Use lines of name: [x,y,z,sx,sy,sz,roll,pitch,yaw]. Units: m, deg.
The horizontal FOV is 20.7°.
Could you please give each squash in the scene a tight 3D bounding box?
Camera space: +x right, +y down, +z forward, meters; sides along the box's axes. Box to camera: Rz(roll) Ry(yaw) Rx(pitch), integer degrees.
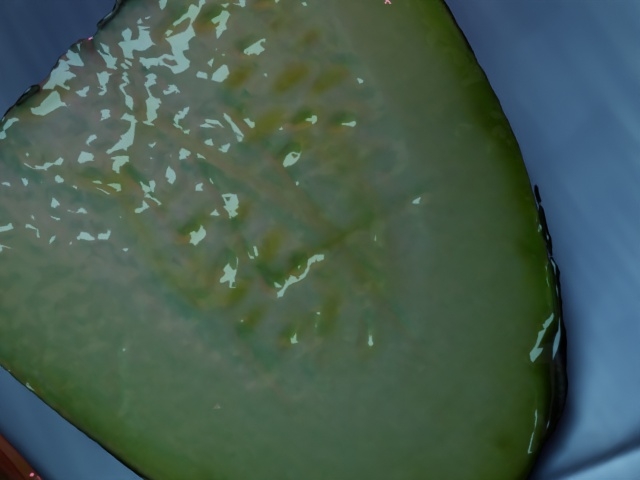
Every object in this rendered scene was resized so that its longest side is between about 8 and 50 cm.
squash: [0.000,0.000,0.678,0.237,0.204,0.155,-47,41,-3]

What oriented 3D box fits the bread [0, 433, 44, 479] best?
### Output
bread: [-0.201,0.119,0.726,0.241,0.107,0.136,40,90,26]
